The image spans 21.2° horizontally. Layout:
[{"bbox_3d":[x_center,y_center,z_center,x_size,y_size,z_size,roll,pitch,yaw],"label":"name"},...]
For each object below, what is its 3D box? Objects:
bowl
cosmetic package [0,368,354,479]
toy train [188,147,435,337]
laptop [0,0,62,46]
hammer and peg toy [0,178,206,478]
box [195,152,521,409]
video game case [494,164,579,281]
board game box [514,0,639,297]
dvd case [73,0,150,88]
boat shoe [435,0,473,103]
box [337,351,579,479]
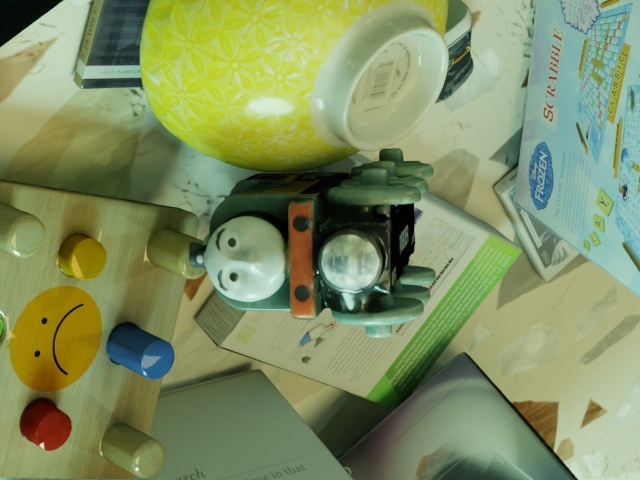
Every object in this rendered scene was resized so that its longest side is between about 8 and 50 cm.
[{"bbox_3d":[0.012,-0.160,1.412,0.289,0.156,0.289,-30,142,-27],"label":"bowl"},{"bbox_3d":[-0.120,0.396,1.677,0.327,0.394,0.329,-13,131,-33],"label":"cosmetic package"},{"bbox_3d":[0.000,0.000,1.490,0.190,0.334,0.142,-1,98,7],"label":"toy train"},{"bbox_3d":[-0.333,-0.284,1.183,0.382,0.236,0.408,-38,167,-7],"label":"laptop"},{"bbox_3d":[-0.240,0.134,1.482,0.266,0.127,0.361,8,98,-45],"label":"hammer and peg toy"},{"bbox_3d":[0.047,0.045,1.790,0.322,0.058,0.232,26,105,-48],"label":"box"},{"bbox_3d":[0.290,-0.060,1.936,0.173,0.022,0.190,-41,141,-6],"label":"video game case"},{"bbox_3d":[0.324,-0.102,1.678,0.066,0.318,0.319,-19,130,-28],"label":"board game box"},{"bbox_3d":[-0.111,-0.229,1.441,0.164,0.018,0.221,-6,126,-40],"label":"dvd case"},{"bbox_3d":[0.074,-0.152,1.632,0.183,0.065,0.083,-33,138,-16],"label":"boat shoe"},{"bbox_3d":[0.150,0.333,1.897,0.296,0.294,0.183,-42,163,1],"label":"box"}]
